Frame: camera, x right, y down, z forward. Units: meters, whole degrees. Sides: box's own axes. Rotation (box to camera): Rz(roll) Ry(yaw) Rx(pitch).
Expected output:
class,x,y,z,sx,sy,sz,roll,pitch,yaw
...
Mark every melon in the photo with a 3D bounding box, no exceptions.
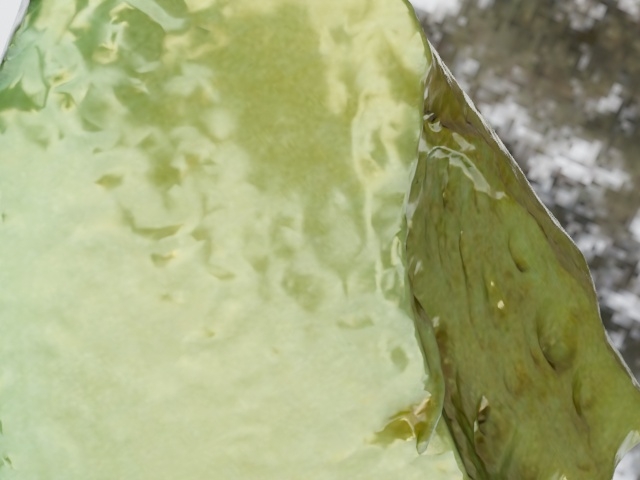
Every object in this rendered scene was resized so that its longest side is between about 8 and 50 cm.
class,x,y,z,sx,sy,sz,roll,pitch,yaw
melon,0.000,0.000,0.717,0.226,0.343,0.331,-2,-144,50
